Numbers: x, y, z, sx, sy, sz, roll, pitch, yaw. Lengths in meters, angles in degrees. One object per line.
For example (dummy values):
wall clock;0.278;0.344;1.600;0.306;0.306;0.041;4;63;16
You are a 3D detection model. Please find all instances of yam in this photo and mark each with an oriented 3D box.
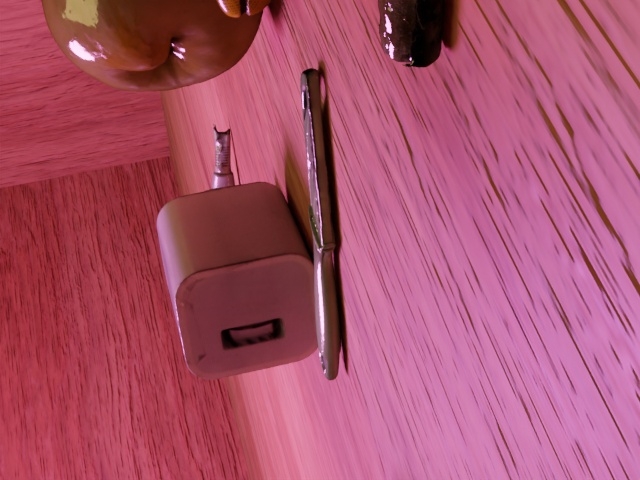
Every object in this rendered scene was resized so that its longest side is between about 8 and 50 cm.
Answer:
yam;0.038;-0.128;0.447;0.129;0.027;0.033;89;165;-46

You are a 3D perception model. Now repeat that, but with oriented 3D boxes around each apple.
apple;-0.133;-0.216;0.929;0.200;0.200;0.200;168;90;-81

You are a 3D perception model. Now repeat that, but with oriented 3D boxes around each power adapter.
power adapter;-0.085;0.016;1.081;0.205;0.130;0.125;-113;14;-55

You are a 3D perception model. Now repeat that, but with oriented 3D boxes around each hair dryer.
hair dryer;-0.130;-0.011;1.599;0.229;0.092;0.267;102;169;-83

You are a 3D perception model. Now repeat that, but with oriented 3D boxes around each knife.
knife;0.002;0.000;0.865;0.043;0.020;0.293;-110;13;-55

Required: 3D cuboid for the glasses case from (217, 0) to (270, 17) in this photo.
glasses case;-0.060;-0.262;0.761;0.079;0.064;0.234;-102;7;-49
